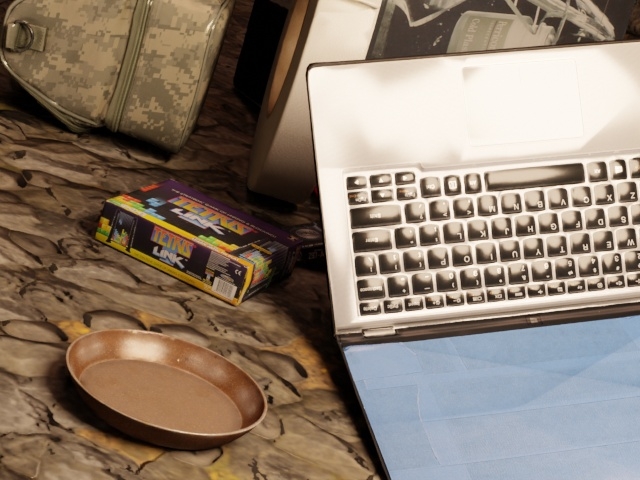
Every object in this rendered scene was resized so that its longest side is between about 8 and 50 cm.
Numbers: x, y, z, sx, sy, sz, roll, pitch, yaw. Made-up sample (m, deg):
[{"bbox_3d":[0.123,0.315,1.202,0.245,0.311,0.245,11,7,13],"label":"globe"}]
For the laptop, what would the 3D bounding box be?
[{"bbox_3d":[0.211,0.012,1.290,0.382,0.408,0.236,-5,-3,-11],"label":"laptop"}]

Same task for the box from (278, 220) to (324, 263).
[{"bbox_3d":[0.000,0.000,1.617,0.083,0.018,0.067,-9,24,-7],"label":"box"}]

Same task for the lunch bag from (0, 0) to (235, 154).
[{"bbox_3d":[-0.255,-0.256,1.832,0.256,0.213,0.305,18,18,-5],"label":"lunch bag"}]

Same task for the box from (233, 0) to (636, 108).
[{"bbox_3d":[0.181,-0.371,2.122,0.471,0.480,0.297,11,12,-21],"label":"box"}]

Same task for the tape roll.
[{"bbox_3d":[-0.002,-0.235,1.748,0.072,0.392,0.392,17,19,-7],"label":"tape roll"}]

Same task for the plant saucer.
[{"bbox_3d":[-0.127,0.123,1.182,0.168,0.029,0.168,18,19,-6],"label":"plant saucer"}]

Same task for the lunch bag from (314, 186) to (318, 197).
[{"bbox_3d":[0.135,-0.087,1.866,0.293,0.120,0.258,16,28,-14],"label":"lunch bag"}]

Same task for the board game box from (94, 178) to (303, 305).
[{"bbox_3d":[-0.123,-0.001,1.505,0.170,0.048,0.141,24,21,15],"label":"board game box"}]
